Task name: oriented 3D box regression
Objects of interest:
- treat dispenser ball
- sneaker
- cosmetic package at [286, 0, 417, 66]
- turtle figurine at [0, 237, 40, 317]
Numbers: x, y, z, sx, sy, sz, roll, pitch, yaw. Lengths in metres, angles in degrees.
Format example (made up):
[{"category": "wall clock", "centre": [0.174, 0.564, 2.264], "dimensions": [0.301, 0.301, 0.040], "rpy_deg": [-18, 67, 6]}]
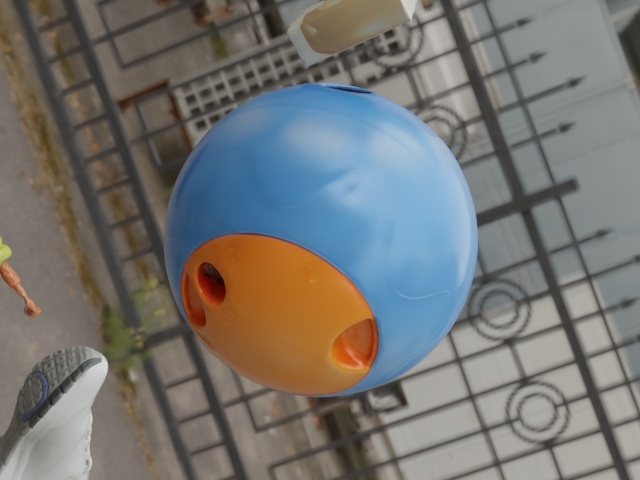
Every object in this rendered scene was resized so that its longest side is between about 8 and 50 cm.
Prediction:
[{"category": "treat dispenser ball", "centre": [0.000, 0.000, 1.044], "dimensions": [0.288, 0.288, 0.288], "rpy_deg": [-20, 90, -81]}, {"category": "sneaker", "centre": [-0.351, 0.260, 1.492], "dimensions": [0.129, 0.297, 0.111], "rpy_deg": [24, 24, -26]}, {"category": "cosmetic package", "centre": [0.030, -0.213, 1.075], "dimensions": [0.041, 0.115, 0.060], "rpy_deg": [59, 23, -23]}, {"category": "turtle figurine", "centre": [-0.338, -0.014, 0.861], "dimensions": [0.269, 0.087, 0.217], "rpy_deg": [9, -46, 47]}]
